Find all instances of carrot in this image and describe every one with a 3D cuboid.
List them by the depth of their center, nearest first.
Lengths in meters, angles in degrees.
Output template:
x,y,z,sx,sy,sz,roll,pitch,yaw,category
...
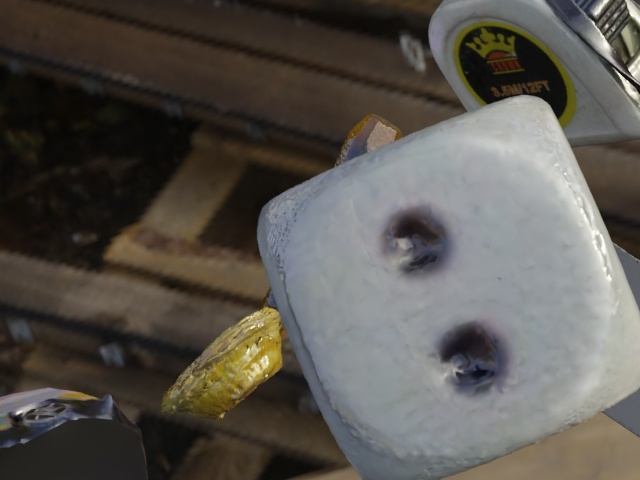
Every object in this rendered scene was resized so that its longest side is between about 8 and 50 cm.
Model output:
x,y,z,sx,sy,sz,roll,pitch,yaw,category
0.000,0.000,2.121,0.066,0.066,0.314,42,108,41,carrot

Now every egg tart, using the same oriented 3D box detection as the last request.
x,y,z,sx,sy,sz,roll,pitch,yaw,category
-0.071,0.107,1.504,0.129,0.129,0.049,-38,82,-22,egg tart

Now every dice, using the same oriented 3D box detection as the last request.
x,y,z,sx,sy,sz,roll,pitch,yaw,category
0.082,0.030,1.115,0.194,0.192,0.193,-22,0,8,dice

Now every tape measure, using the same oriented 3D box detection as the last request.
x,y,z,sx,sy,sz,roll,pitch,yaw,category
0.255,-0.218,1.974,0.271,0.231,0.133,0,40,51,tape measure

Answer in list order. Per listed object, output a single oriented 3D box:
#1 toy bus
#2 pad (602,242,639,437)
x,y,z,sx,sy,sz,roll,pitch,yaw,category
-0.350,0.244,1.665,0.386,0.171,0.162,-19,21,-33,toy bus
0.368,0.134,2.005,0.243,0.004,0.163,35,81,2,pad
